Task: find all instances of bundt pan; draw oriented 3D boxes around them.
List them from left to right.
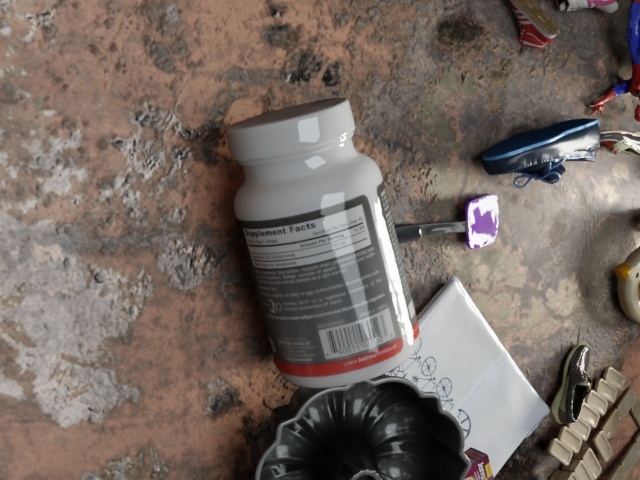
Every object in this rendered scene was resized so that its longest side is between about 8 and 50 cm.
[{"bbox_3d":[0.043,0.331,1.473,0.331,0.124,0.330,-5,104,-18],"label":"bundt pan"}]

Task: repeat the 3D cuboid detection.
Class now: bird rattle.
[{"bbox_3d":[0.631,0.071,1.867,0.207,0.143,0.253,-30,122,-14],"label":"bird rattle"}]

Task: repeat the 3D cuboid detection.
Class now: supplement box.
[{"bbox_3d":[0.232,0.380,1.629,0.083,0.043,0.055,-29,114,-28],"label":"supplement box"}]

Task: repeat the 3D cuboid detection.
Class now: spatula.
[{"bbox_3d":[0.179,-0.016,1.608,0.296,0.030,0.084,-9,101,-31],"label":"spatula"}]

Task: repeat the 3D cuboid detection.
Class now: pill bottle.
[{"bbox_3d":[0.000,0.000,1.396,0.210,0.210,0.363,-21,104,-28],"label":"pill bottle"}]

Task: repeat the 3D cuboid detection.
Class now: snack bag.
[{"bbox_3d":[0.207,0.285,1.647,0.323,0.037,0.342,-46,115,-20],"label":"snack bag"}]

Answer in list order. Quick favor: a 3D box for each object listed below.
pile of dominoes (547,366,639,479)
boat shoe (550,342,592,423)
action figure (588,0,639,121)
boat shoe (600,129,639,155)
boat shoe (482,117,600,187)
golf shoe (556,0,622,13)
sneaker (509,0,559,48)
[{"bbox_3d":[0.502,0.361,1.847,0.251,0.040,0.196,-44,114,-30],"label":"pile of dominoes"},{"bbox_3d":[0.452,0.253,1.777,0.056,0.049,0.152,36,67,-37],"label":"boat shoe"},{"bbox_3d":[0.534,-0.311,1.737,0.139,0.091,0.280,-37,131,-28],"label":"action figure"},{"bbox_3d":[0.529,-0.174,1.802,0.137,0.049,0.043,0,96,-36],"label":"boat shoe"},{"bbox_3d":[0.381,-0.137,1.680,0.258,0.109,0.089,-17,106,-27],"label":"boat shoe"},{"bbox_3d":[0.438,-0.425,1.723,0.186,0.067,0.086,19,120,-38],"label":"golf shoe"},{"bbox_3d":[0.338,-0.368,1.677,0.042,0.067,0.118,-34,80,-22],"label":"sneaker"}]
